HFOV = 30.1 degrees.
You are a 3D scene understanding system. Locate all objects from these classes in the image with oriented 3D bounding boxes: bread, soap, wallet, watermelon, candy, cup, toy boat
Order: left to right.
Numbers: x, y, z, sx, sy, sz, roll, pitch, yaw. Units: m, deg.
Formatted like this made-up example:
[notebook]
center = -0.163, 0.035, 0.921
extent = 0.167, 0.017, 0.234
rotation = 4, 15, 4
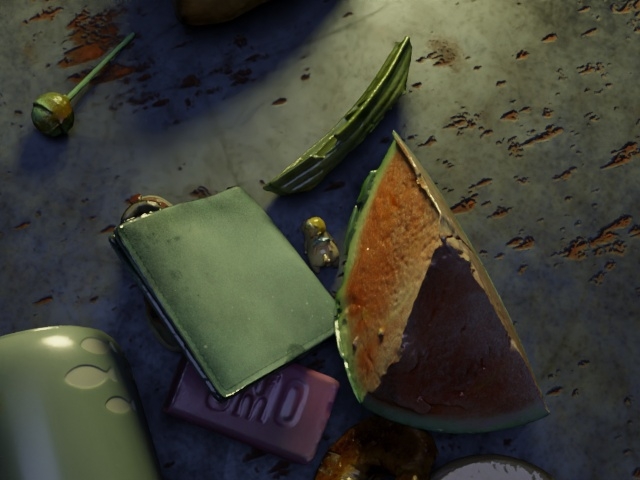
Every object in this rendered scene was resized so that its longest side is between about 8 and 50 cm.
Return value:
[cup]
center = -0.344, 0.248, 1.385
extent = 0.260, 0.356, 0.274
rotation = -19, 73, 8
[candy]
center = -0.328, -0.226, 1.677
extent = 0.061, 0.061, 0.202
rotation = 37, 68, 8
[wallet]
center = -0.105, 0.056, 1.509
extent = 0.054, 0.290, 0.251
rotation = -43, 80, 31
[soap]
center = -0.089, 0.199, 1.526
extent = 0.203, 0.065, 0.122
rotation = 22, 77, -11
[toy boat]
center = 0.040, -0.162, 1.646
extent = 0.055, 0.093, 0.293
rotation = 44, 77, -9
[bread]
center = 0.067, 0.305, 1.487
extent = 0.064, 0.193, 0.193
rotation = 45, 73, -34
[watermelon]
center = 0.112, 0.081, 1.526
extent = 0.222, 0.292, 0.319
rotation = -31, 119, 5

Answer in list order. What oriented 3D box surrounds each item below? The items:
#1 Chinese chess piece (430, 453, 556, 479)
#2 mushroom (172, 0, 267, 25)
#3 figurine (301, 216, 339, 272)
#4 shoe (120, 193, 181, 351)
[Chinese chess piece]
center = 0.214, 0.394, 1.492
extent = 0.251, 0.097, 0.250
rotation = 0, 75, -2
[mushroom]
center = -0.043, -0.490, 1.665
extent = 0.398, 0.224, 0.313
rotation = -11, 73, -6
[figurine]
center = 0.000, 0.000, 1.619
extent = 0.047, 0.050, 0.083
rotation = -20, 76, -13
[shoe]
center = -0.202, 0.031, 1.566
extent = 0.099, 0.125, 0.227
rotation = -20, 74, -10
